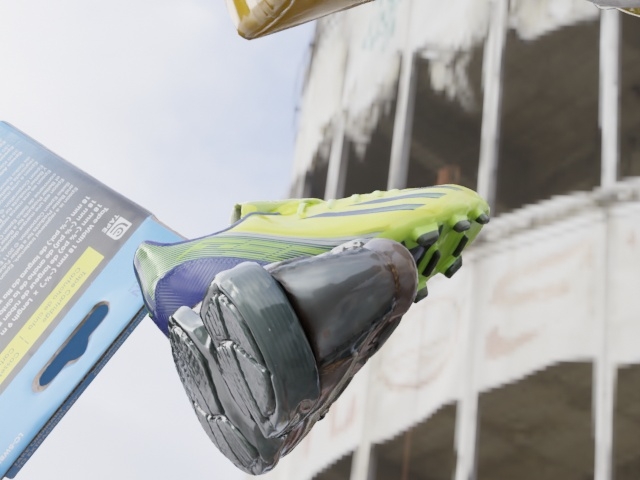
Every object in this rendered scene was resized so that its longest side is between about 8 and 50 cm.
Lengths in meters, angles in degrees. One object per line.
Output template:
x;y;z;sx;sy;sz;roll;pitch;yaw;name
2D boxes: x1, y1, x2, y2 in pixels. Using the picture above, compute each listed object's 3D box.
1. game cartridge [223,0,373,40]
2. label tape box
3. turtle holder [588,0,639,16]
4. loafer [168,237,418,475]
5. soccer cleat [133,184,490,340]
0.126;-0.146;0.419;0.285;0.052;0.324;-21;1;-14;game cartridge
-0.238;0.062;1.353;0.334;0.240;0.106;30;-12;47;label tape box
0.200;-0.206;0.850;0.243;0.227;0.320;14;-45;34;turtle holder
-0.015;0.055;0.801;0.084;0.096;0.267;-26;-5;-14;loafer
0.000;-0.001;1.171;0.289;0.121;0.093;-20;-35;-33;soccer cleat
